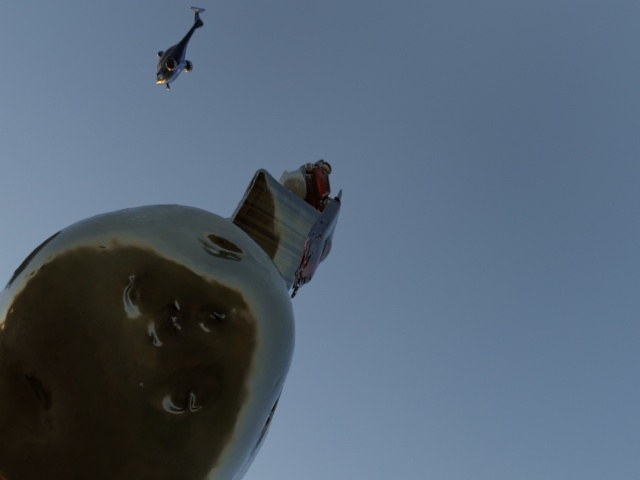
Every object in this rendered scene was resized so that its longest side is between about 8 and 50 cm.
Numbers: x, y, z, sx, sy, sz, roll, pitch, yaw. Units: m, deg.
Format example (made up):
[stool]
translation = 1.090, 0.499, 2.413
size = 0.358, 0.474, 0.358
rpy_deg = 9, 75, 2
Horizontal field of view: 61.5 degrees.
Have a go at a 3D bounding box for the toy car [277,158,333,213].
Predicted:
[toy car]
translation = -0.038, -0.098, 1.121
size = 0.112, 0.139, 0.112
rpy_deg = 0, -27, -26

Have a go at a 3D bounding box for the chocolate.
[chocolate]
translation = 0.000, 0.000, 0.674
size = 0.028, 0.182, 0.086
rpy_deg = 20, -63, 9

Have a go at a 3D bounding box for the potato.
[potato]
translation = -0.148, 0.121, 0.431
size = 0.221, 0.243, 0.326
rpy_deg = 29, -50, -8

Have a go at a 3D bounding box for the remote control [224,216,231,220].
[remote control]
translation = -0.185, -0.012, 1.015
size = 0.061, 0.162, 0.029
rpy_deg = -5, -101, -26

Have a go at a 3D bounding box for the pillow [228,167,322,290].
[pillow]
translation = -0.093, 0.009, 0.945
size = 0.052, 0.208, 0.212
rpy_deg = 24, -97, 39

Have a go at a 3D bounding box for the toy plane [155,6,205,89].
[toy plane]
translation = -0.259, -0.349, 0.981
size = 0.167, 0.054, 0.062
rpy_deg = -43, -100, 29
